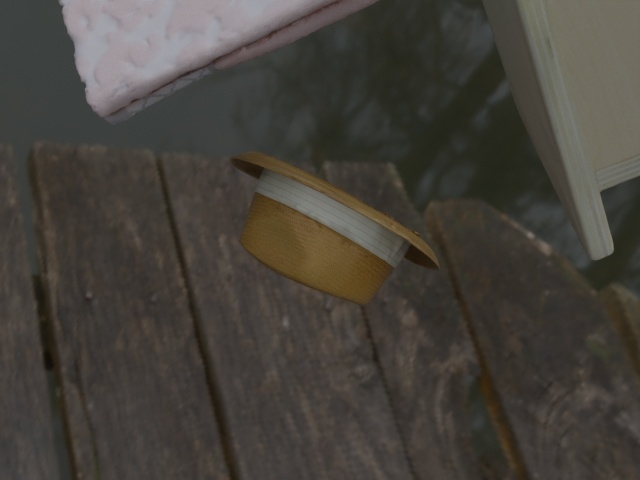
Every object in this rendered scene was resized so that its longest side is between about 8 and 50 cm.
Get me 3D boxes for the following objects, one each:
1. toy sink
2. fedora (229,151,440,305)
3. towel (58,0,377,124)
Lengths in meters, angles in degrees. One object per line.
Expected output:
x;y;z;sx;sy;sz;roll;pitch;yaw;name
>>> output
0.167;-0.128;0.723;0.131;0.234;0.153;-21;46;6;toy sink
0.000;0.000;1.069;0.194;0.194;0.079;28;86;-1;fedora
-0.064;-0.282;0.958;0.053;0.317;0.332;36;33;-62;towel
